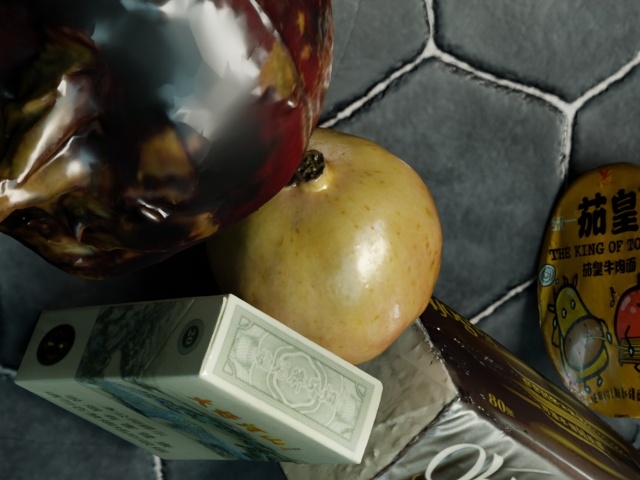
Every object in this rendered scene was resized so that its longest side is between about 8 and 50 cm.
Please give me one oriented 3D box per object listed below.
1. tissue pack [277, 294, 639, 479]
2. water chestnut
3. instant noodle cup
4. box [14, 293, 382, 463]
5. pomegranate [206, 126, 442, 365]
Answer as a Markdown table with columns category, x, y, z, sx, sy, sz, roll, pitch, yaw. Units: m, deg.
| category | x | y | z | sx | sy | sz | roll | pitch | yaw |
| --- | --- | --- | --- | --- | --- | --- | --- | --- | --- |
| tissue pack | 0.135 | 0.211 | 1.717 | 0.198 | 0.210 | 0.370 | -44 | 126 | 15 |
| water chestnut | -0.165 | -0.105 | 1.322 | 0.335 | 0.347 | 0.335 | 9 | 139 | 8 |
| instant noodle cup | 0.313 | 0.041 | 1.699 | 0.172 | 0.216 | 0.216 | 0 | 118 | -32 |
| box | -0.098 | 0.111 | 1.536 | 0.164 | 0.256 | 0.069 | 32 | 67 | -33 |
| pomegranate | -0.001 | 0.004 | 1.549 | 0.191 | 0.191 | 0.191 | -10 | 121 | -17 |
